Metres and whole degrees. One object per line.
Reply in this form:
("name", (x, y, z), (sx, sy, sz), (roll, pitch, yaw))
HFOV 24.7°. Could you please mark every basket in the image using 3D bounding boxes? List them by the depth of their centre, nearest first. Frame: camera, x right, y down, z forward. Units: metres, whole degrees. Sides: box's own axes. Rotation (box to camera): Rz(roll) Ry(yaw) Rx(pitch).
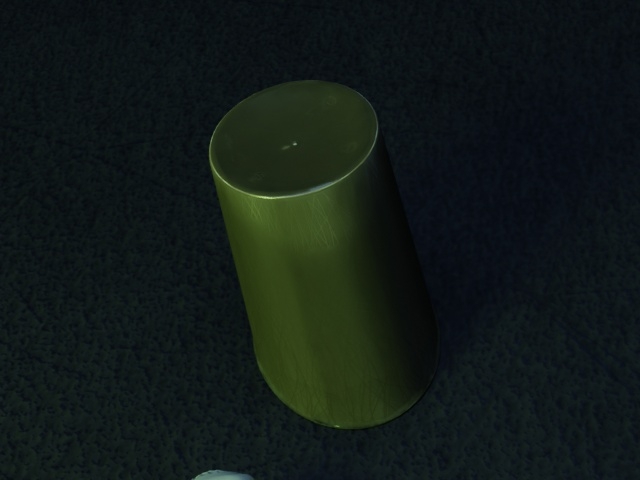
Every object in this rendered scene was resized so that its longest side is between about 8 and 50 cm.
("basket", (0.000, 0.000, 1.141), (0.154, 0.227, 0.204), (-18, 44, -3))

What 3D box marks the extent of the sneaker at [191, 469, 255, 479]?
("sneaker", (-0.019, 0.295, 0.923), (0.210, 0.137, 0.366), (6, 33, 4))
